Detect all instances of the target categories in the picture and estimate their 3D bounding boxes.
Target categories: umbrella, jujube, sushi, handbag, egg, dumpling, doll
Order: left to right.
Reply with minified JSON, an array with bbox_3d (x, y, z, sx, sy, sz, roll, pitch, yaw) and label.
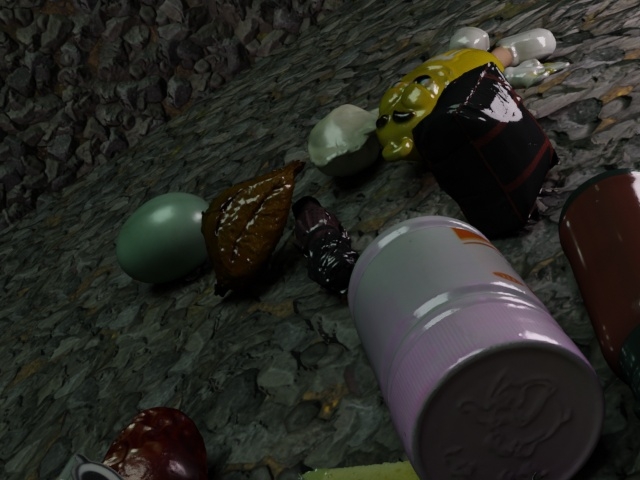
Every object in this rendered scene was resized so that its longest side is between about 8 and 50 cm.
[{"bbox_3d":[-0.214,0.308,1.140,0.155,0.155,0.230,-30,15,8],"label":"jujube"},{"bbox_3d":[-0.311,-0.003,1.785,0.230,0.168,0.168,-30,24,19],"label":"egg"},{"bbox_3d":[-0.137,-0.035,1.580,0.140,0.149,0.287,85,-154,-85],"label":"sushi"},{"bbox_3d":[0.000,0.000,1.499,0.094,0.090,0.326,-36,24,2],"label":"umbrella"},{"bbox_3d":[0.056,-0.200,1.749,0.162,0.132,0.250,-32,8,24],"label":"dumpling"},{"bbox_3d":[0.271,-0.285,1.614,0.348,0.161,0.423,-22,21,16],"label":"doll"},{"bbox_3d":[0.248,-0.136,1.302,0.155,0.215,0.169,-17,25,49],"label":"handbag"}]

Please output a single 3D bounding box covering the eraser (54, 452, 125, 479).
[{"bbox_3d":[-0.310,0.406,0.993,0.291,0.087,0.171,-54,45,10],"label":"eraser"}]

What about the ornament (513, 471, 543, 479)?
[{"bbox_3d":[0.182,0.269,0.828,0.125,0.073,0.028,-30,-15,0],"label":"ornament"}]

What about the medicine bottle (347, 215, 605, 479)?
[{"bbox_3d":[0.153,0.119,0.962,0.202,0.202,0.316,-31,25,5],"label":"medicine bottle"}]

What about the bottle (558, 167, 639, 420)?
[{"bbox_3d":[0.345,0.064,0.914,0.143,0.144,0.336,-25,29,19],"label":"bottle"}]

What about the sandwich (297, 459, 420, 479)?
[{"bbox_3d":[0.068,0.284,0.945,0.162,0.058,0.193,-31,23,1],"label":"sandwich"}]
